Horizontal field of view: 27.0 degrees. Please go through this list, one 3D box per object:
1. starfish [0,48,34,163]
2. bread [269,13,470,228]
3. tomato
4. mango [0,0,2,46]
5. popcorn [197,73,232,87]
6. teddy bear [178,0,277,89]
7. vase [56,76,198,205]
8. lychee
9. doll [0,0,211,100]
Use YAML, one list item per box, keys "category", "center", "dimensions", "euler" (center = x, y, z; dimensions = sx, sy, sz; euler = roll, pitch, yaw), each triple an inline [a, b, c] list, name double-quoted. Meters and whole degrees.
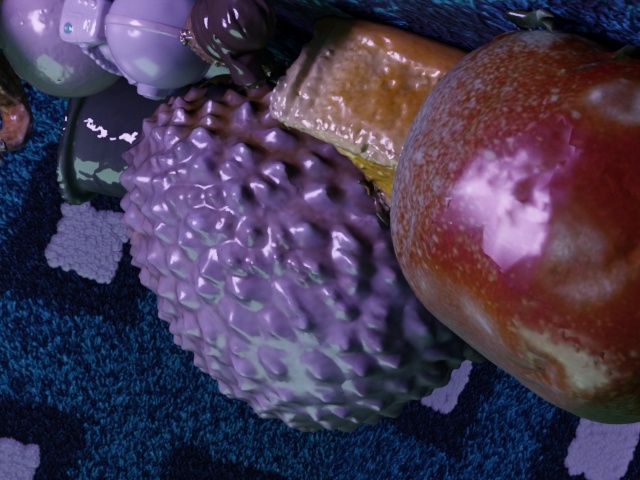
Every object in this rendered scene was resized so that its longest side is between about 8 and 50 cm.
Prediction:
- category: "starfish"
  center: [-0.363, -0.215, 1.254]
  dimensions: [0.082, 0.324, 0.432]
  euler: [-19, -177, -4]
- category: "bread"
  center: [0.059, -0.102, 1.136]
  dimensions: [0.169, 0.140, 0.160]
  euler: [25, 168, 20]
- category: "tomato"
  center: [0.198, -0.002, 0.922]
  dimensions: [0.303, 0.239, 0.303]
  euler: [26, 179, 0]
- category: "mango"
  center: [-0.321, -0.260, 1.516]
  dimensions: [0.119, 0.100, 0.178]
  euler: [26, 168, -29]
- category: "popcorn"
  center: [-0.066, -0.084, 1.634]
  dimensions: [0.250, 0.235, 0.242]
  euler: [45, -162, -18]
- category: "teddy bear"
  center: [-0.080, -0.178, 1.105]
  dimensions: [0.077, 0.119, 0.160]
  euler: [-20, -177, -7]
- category: "vase"
  center: [-0.208, -0.129, 1.948]
  dimensions: [0.291, 0.245, 0.245]
  euler: [17, 177, 9]
- category: "lychee"
  center: [0.000, 0.000, 1.347]
  dimensions: [0.432, 0.380, 0.380]
  euler: [36, 174, -16]
- category: "doll"
  center: [-0.198, -0.203, 1.275]
  dimensions: [0.151, 0.151, 0.287]
  euler: [24, 173, -40]
